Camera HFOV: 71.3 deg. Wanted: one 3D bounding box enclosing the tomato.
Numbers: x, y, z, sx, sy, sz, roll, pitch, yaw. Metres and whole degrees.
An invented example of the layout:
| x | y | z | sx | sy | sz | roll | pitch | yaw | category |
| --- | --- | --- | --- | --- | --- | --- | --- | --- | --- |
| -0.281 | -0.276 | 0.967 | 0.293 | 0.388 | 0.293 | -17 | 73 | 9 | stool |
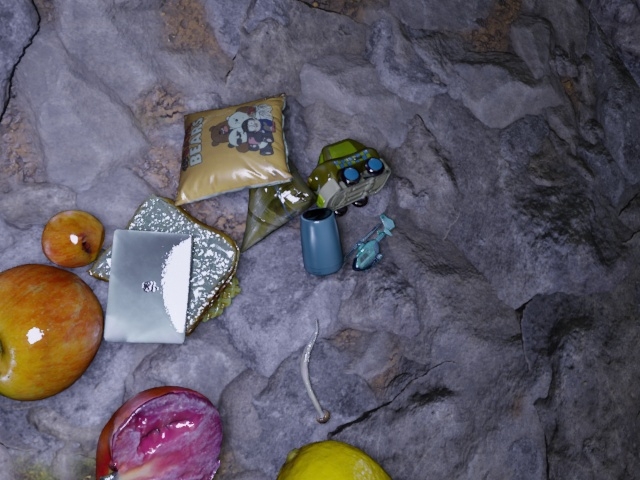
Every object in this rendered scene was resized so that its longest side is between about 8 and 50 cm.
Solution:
| x | y | z | sx | sy | sz | roll | pitch | yaw | category |
| --- | --- | --- | --- | --- | --- | --- | --- | --- | --- |
| -0.405 | 0.520 | 1.097 | 0.289 | 0.176 | 0.335 | 7 | 86 | -41 | tomato |

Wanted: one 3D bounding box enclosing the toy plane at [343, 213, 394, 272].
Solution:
| x | y | z | sx | sy | sz | roll | pitch | yaw | category |
| --- | --- | --- | --- | --- | --- | --- | --- | --- | --- |
| 0.161 | 0.022 | 1.427 | 0.096 | 0.060 | 0.235 | 44 | 75 | 2 | toy plane |

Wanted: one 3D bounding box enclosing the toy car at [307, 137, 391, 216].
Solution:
| x | y | z | sx | sy | sz | roll | pitch | yaw | category |
| --- | --- | --- | --- | --- | --- | --- | --- | --- | --- |
| 0.067 | -0.210 | 1.361 | 0.247 | 0.204 | 0.198 | -26 | 71 | -23 | toy car |

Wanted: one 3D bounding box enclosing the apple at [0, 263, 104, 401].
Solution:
| x | y | z | sx | sy | sz | roll | pitch | yaw | category |
| --- | --- | --- | --- | --- | --- | --- | --- | --- | --- |
| -0.633 | 0.201 | 0.980 | 0.301 | 0.301 | 0.302 | 2 | 84 | -21 | apple |

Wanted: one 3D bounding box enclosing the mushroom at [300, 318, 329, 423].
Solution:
| x | y | z | sx | sy | sz | roll | pitch | yaw | category |
| --- | --- | --- | --- | --- | --- | --- | --- | --- | --- |
| -0.021 | 0.392 | 1.329 | 0.068 | 0.043 | 0.306 | -6 | 86 | -39 | mushroom |

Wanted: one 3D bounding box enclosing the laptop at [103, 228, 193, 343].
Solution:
| x | y | z | sx | sy | sz | roll | pitch | yaw | category |
| --- | --- | --- | --- | --- | --- | --- | --- | --- | --- |
| -0.410 | 0.111 | 1.072 | 0.187 | 0.015 | 0.269 | 3 | 83 | -7 | laptop |

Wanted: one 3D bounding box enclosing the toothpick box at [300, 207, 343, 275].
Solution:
| x | y | z | sx | sy | sz | roll | pitch | yaw | category |
| --- | --- | --- | --- | --- | --- | --- | --- | --- | --- |
| 0.000 | 0.000 | 1.294 | 0.120 | 0.120 | 0.184 | -21 | 121 | -22 | toothpick box |

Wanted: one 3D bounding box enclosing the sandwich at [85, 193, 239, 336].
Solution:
| x | y | z | sx | sy | sz | roll | pitch | yaw | category |
| --- | --- | --- | --- | --- | --- | --- | --- | --- | --- |
| -0.378 | 0.055 | 1.141 | 0.301 | 0.099 | 0.271 | 32 | 80 | -2 | sandwich |

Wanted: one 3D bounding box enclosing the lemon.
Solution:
| x | y | z | sx | sy | sz | roll | pitch | yaw | category |
| --- | --- | --- | --- | --- | --- | --- | --- | --- | --- |
| 0.023 | 0.701 | 1.167 | 0.364 | 0.364 | 0.364 | 2 | 84 | -21 | lemon |

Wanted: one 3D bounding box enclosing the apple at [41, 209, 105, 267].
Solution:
| x | y | z | sx | sy | sz | roll | pitch | yaw | category |
| --- | --- | --- | --- | --- | --- | --- | --- | --- | --- |
| -0.592 | -0.002 | 1.081 | 0.146 | 0.146 | 0.147 | 2 | 84 | -21 | apple |

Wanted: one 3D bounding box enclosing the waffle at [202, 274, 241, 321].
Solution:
| x | y | z | sx | sy | sz | roll | pitch | yaw | category |
| --- | --- | --- | --- | --- | --- | --- | --- | --- | --- |
| -0.333 | 0.115 | 1.220 | 0.208 | 0.054 | 0.214 | -35 | 91 | -18 | waffle |

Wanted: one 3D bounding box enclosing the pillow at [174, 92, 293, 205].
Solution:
| x | y | z | sx | sy | sz | roll | pitch | yaw | category |
| --- | --- | --- | --- | --- | --- | --- | --- | --- | --- |
| -0.231 | -0.248 | 1.178 | 0.312 | 0.119 | 0.310 | -10 | 63 | 8 | pillow |

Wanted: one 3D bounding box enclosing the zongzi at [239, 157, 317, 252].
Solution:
| x | y | z | sx | sy | sz | roll | pitch | yaw | category |
| --- | --- | --- | --- | --- | --- | --- | --- | --- | --- |
| -0.185 | -0.135 | 1.286 | 0.274 | 0.125 | 0.251 | -36 | 80 | 12 | zongzi |
